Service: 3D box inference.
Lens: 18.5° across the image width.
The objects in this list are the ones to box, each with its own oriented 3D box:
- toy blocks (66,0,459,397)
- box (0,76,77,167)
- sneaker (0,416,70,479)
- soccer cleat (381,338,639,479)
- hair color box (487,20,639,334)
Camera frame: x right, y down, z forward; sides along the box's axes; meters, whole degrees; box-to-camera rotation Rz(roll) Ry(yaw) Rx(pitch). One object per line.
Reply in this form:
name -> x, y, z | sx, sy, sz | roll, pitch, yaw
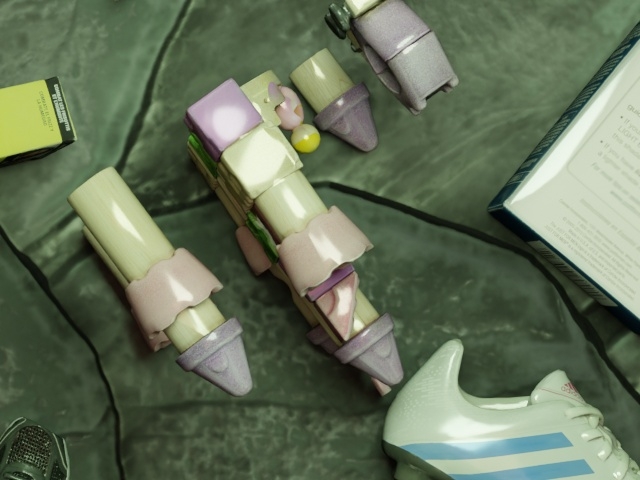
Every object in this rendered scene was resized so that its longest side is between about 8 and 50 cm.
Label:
toy blocks -> 0.000, 0.000, 1.520 | 0.309, 0.288, 0.260 | -37, 88, -6
box -> -0.317, -0.073, 1.552 | 0.232, 0.087, 0.058 | -16, 90, -31
sneaker -> -0.251, 0.235, 1.601 | 0.072, 0.077, 0.178 | 14, 88, -4
soccer cleat -> 0.214, 0.194, 1.610 | 0.331, 0.116, 0.143 | 27, 88, -2
hair color box -> 0.316, -0.105, 1.627 | 0.174, 0.105, 0.347 | 40, 87, -2
